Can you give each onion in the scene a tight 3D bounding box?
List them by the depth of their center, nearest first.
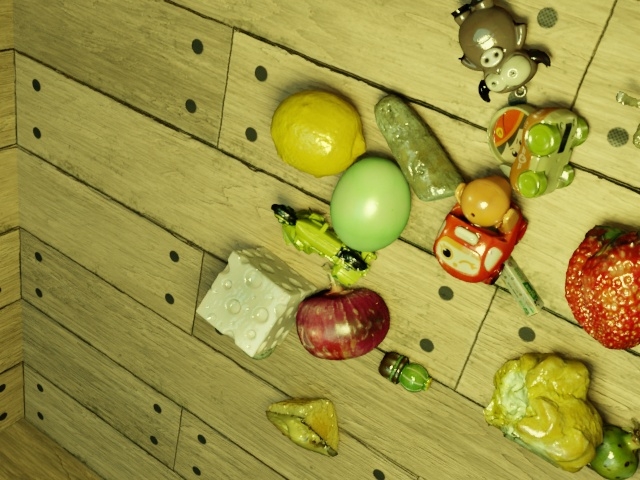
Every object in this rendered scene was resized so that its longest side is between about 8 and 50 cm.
[{"bbox_3d":[0.077,0.249,2.111,0.230,0.256,0.272,-3,126,50],"label":"onion"}]

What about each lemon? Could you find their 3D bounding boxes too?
[{"bbox_3d":[-0.007,-0.295,1.925,0.288,0.233,0.233,23,123,14],"label":"lemon"}]

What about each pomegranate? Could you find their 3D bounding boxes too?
[{"bbox_3d":[0.775,0.543,1.834,0.148,0.148,0.169,34,115,17],"label":"pomegranate"}]

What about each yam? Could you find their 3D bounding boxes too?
[{"bbox_3d":[0.251,-0.238,1.836,0.133,0.133,0.330,-33,88,39],"label":"yam"}]

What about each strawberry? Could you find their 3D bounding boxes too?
[{"bbox_3d":[0.707,0.110,1.611,0.239,0.250,0.288,2,92,-5],"label":"strawberry"}]

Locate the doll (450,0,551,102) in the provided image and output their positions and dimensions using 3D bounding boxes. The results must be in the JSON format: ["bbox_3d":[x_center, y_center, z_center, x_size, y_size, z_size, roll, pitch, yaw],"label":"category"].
[{"bbox_3d":[0.414,-0.449,1.636,0.182,0.117,0.257,-26,92,34],"label":"doll"}]

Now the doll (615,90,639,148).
[{"bbox_3d":[0.727,-0.333,1.496,0.203,0.091,0.285,-30,105,7],"label":"doll"}]

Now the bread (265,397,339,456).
[{"bbox_3d":[-0.056,0.626,2.427,0.204,0.162,0.262,-7,129,35],"label":"bread"}]

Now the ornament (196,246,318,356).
[{"bbox_3d":[-0.197,0.188,2.222,0.239,0.240,0.239,36,103,14],"label":"ornament"}]

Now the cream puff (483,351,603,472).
[{"bbox_3d":[0.609,0.438,1.818,0.274,0.269,0.323,37,174,-10],"label":"cream puff"}]

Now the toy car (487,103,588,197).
[{"bbox_3d":[0.499,-0.228,1.686,0.235,0.145,0.235,25,123,47],"label":"toy car"}]

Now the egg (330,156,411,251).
[{"bbox_3d":[0.139,-0.097,1.917,0.220,0.220,0.269,31,121,19],"label":"egg"}]

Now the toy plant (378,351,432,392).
[{"bbox_3d":[0.263,0.408,2.147,0.162,0.093,0.092,25,123,22],"label":"toy plant"}]

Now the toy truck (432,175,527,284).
[{"bbox_3d":[0.389,-0.030,1.742,0.189,0.239,0.264,32,92,26],"label":"toy truck"}]

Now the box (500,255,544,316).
[{"bbox_3d":[0.519,0.104,1.861,0.041,0.050,0.207,-34,90,41],"label":"box"}]

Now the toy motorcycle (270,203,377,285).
[{"bbox_3d":[-0.001,0.002,2.096,0.342,0.206,0.142,34,95,6],"label":"toy motorcycle"}]

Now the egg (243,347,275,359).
[{"bbox_3d":[-0.214,0.327,2.411,0.132,0.132,0.172,9,102,31],"label":"egg"}]
